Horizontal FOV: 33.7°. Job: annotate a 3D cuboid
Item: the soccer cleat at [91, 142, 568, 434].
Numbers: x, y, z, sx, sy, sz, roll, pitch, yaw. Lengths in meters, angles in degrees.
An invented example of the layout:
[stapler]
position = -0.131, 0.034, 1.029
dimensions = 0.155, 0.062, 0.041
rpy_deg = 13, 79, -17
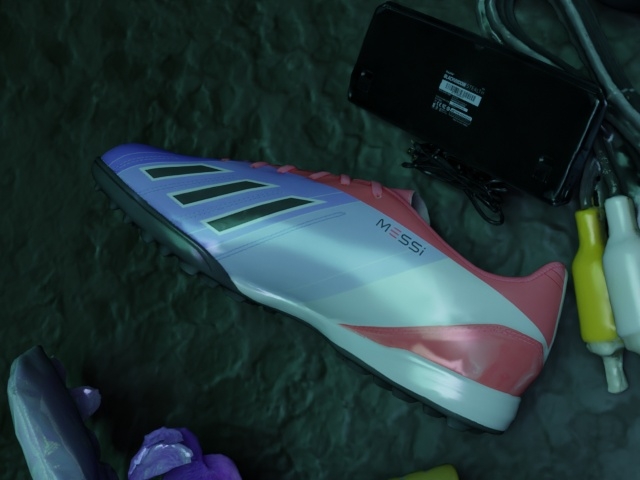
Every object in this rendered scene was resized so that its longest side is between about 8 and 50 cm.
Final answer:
[soccer cleat]
position = 0.000, 0.000, 0.673
dimensions = 0.318, 0.108, 0.116
rpy_deg = 29, 91, 17

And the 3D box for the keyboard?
[keyboard]
position = 0.093, -0.079, 0.674
dimensions = 0.192, 0.038, 0.100
rpy_deg = 35, 109, 41

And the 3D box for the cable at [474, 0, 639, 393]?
[cable]
position = 0.171, -0.058, 0.620
dimensions = 0.139, 0.072, 0.287
rpy_deg = -35, 73, 50

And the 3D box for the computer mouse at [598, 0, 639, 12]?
[computer mouse]
position = 0.277, -0.197, 0.641
dimensions = 0.242, 0.041, 0.071
rpy_deg = -19, 55, 12

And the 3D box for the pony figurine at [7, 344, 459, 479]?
[pony figurine]
position = -0.094, 0.197, 0.582
dimensions = 0.363, 0.351, 0.303
rpy_deg = -6, 83, 0
